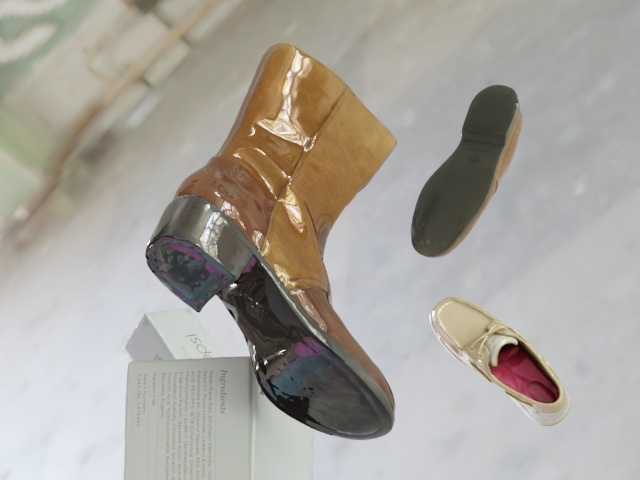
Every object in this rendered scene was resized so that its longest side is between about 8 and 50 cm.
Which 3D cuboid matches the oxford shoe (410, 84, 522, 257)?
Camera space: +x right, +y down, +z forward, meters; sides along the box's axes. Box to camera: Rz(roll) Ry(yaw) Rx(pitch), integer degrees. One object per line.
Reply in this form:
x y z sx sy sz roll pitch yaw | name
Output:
0.168 -0.062 1.875 0.076 0.076 0.212 20 70 30 | oxford shoe

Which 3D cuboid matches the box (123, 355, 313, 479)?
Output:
-0.086 0.204 1.519 0.119 0.181 0.181 -4 76 16 | box

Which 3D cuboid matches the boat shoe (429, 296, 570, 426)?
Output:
0.177 0.110 1.691 0.063 0.170 0.059 -47 -17 -12 | boat shoe

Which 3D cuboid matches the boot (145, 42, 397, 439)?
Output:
0.000 0.000 1.460 0.096 0.264 0.280 -41 13 42 | boot

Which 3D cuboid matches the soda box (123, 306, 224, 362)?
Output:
-0.142 0.181 2.037 0.216 0.074 0.069 53 128 28 | soda box
